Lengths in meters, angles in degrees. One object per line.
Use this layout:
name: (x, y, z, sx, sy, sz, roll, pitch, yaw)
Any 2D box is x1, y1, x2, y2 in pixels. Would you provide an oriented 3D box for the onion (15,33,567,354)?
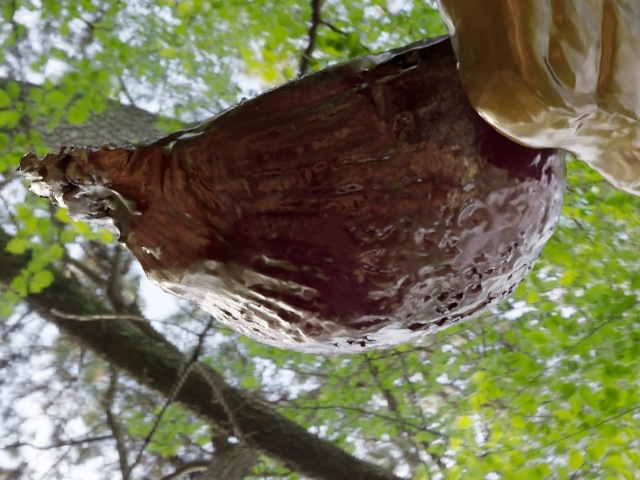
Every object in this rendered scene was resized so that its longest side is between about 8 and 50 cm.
onion: (0.000, 0.000, 0.612, 0.159, 0.349, 0.267, 69, -27, 14)

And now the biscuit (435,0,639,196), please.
biscuit: (0.161, -0.205, 0.574, 0.062, 0.385, 0.365, -26, -96, 43)
